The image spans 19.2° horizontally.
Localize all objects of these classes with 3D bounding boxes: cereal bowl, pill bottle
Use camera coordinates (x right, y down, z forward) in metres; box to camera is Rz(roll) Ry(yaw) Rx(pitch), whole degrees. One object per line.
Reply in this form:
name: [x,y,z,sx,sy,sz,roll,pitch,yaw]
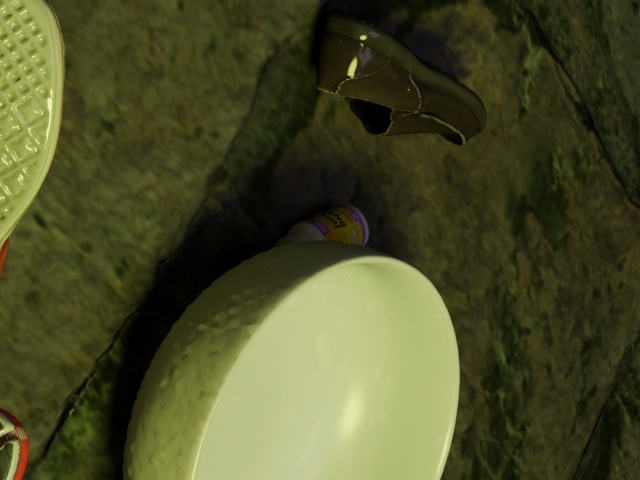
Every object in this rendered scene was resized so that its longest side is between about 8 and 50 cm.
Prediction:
cereal bowl: [-0.040,0.155,1.544,0.339,0.141,0.338,-24,122,-44]
pill bottle: [0.000,0.000,1.608,0.083,0.043,0.043,-25,124,-44]

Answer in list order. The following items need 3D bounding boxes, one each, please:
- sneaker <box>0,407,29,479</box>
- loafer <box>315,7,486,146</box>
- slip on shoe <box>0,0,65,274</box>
sneaker: [-0.276,0.199,1.257,0.279,0.107,0.118,-48,162,23]
loafer: [0.060,-0.125,1.614,0.220,0.080,0.078,28,92,-48]
slip on shoe: [-0.238,-0.028,1.191,0.101,0.123,0.331,-86,-167,-57]
